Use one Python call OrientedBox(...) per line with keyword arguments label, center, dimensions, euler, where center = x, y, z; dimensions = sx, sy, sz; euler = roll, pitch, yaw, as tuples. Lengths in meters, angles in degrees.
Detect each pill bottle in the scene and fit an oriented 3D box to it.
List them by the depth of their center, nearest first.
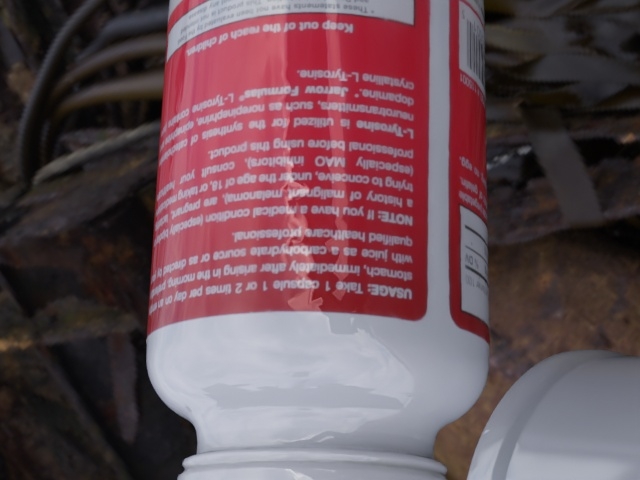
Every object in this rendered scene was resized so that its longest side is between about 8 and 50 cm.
OrientedBox(label="pill bottle", center=(0.000, 0.000, 0.826), dimensions=(0.229, 0.229, 0.407), euler=(-18, 64, 49))

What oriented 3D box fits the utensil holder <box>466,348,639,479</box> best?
OrientedBox(label="utensil holder", center=(0.361, 0.250, 0.958), dimensions=(0.385, 0.327, 0.327), euler=(-6, 115, 49))
